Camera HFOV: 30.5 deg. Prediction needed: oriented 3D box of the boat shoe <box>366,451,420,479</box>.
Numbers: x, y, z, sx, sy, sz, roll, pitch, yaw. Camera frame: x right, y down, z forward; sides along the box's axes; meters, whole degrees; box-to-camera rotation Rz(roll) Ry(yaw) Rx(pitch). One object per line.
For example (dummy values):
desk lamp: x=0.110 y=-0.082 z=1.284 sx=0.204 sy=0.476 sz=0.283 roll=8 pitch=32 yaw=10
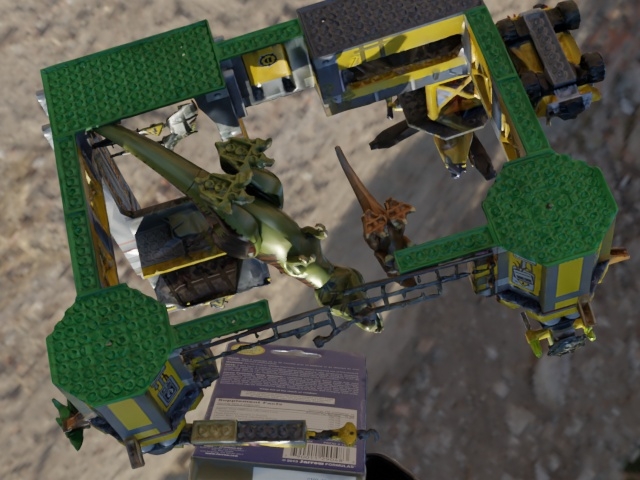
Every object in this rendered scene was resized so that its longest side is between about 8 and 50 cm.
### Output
boat shoe: x=0.059 y=0.220 z=0.915 sx=0.075 sy=0.065 sz=0.206 roll=-24 pitch=-171 yaw=-5

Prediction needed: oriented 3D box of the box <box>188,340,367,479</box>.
box: x=-0.028 y=0.149 z=1.006 sx=0.225 sy=0.136 sz=0.037 roll=-81 pitch=176 yaw=-70

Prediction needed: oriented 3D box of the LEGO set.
LEGO set: x=0.000 y=0.000 z=0.665 sx=0.331 sy=0.255 sz=0.192 roll=-24 pitch=151 yaw=-4
